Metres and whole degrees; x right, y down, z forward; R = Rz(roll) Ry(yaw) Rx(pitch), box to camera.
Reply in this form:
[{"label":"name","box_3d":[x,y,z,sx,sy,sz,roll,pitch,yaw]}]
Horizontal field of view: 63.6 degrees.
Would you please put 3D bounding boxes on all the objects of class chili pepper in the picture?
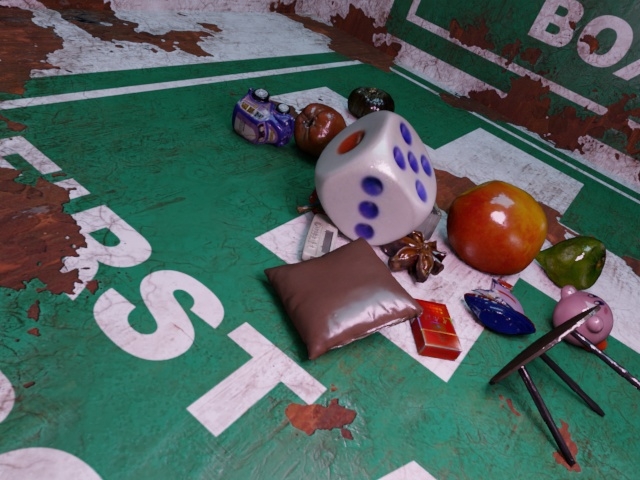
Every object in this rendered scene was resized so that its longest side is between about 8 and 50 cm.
[{"label":"chili pepper","box_3d":[0.050,-0.152,1.748,0.110,0.110,0.387,32,32,14]}]

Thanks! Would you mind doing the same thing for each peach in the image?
[{"label":"peach","box_3d":[0.589,-0.037,1.722,0.332,0.308,0.308,54,35,-7]}]

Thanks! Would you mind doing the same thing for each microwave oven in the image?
[{"label":"microwave oven","box_3d":[0.320,-0.119,1.823,0.163,0.129,0.205,13,34,-15]}]

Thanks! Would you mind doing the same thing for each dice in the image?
[{"label":"dice","box_3d":[0.175,-0.192,1.604,0.304,0.277,0.304,49,37,-27]}]

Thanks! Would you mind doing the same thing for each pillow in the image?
[{"label":"pillow","box_3d":[0.047,0.131,1.297,0.308,0.108,0.305,-19,45,-19]}]

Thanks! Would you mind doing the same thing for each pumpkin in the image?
[{"label":"pumpkin","box_3d":[0.249,-0.660,2.506,0.238,0.159,0.238,12,39,-10]}]

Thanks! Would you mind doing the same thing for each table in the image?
[{"label":"table","box_3d":[0.609,0.364,1.262,0.317,0.317,0.249,-18,65,-44]}]

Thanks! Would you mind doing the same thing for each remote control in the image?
[{"label":"remote control","box_3d":[0.000,-0.001,1.549,0.090,0.049,0.230,20,33,-4]}]

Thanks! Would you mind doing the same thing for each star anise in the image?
[{"label":"star anise","box_3d":[0.286,0.051,1.605,0.214,0.098,0.220,25,36,30]}]

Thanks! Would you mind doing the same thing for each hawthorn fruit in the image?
[{"label":"hawthorn fruit","box_3d":[0.020,-0.416,2.020,0.262,0.210,0.210,16,26,-53]}]

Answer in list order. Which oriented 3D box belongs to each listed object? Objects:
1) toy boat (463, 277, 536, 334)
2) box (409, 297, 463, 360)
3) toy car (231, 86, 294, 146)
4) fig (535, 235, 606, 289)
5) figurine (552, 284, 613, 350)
[{"label":"toy boat","box_3d":[0.570,0.207,1.587,0.219,0.072,0.318,39,28,28]},{"label":"box","box_3d":[0.302,0.236,1.390,0.112,0.048,0.175,12,35,-15]},{"label":"toy car","box_3d":[-0.222,-0.446,1.960,0.235,0.172,0.158,33,52,12]},{"label":"fig","box_3d":[0.870,0.067,1.844,0.203,0.203,0.235,-8,20,-37]},{"label":"figurine","box_3d":[0.791,0.233,1.561,0.173,0.173,0.173,15,34,-11]}]
